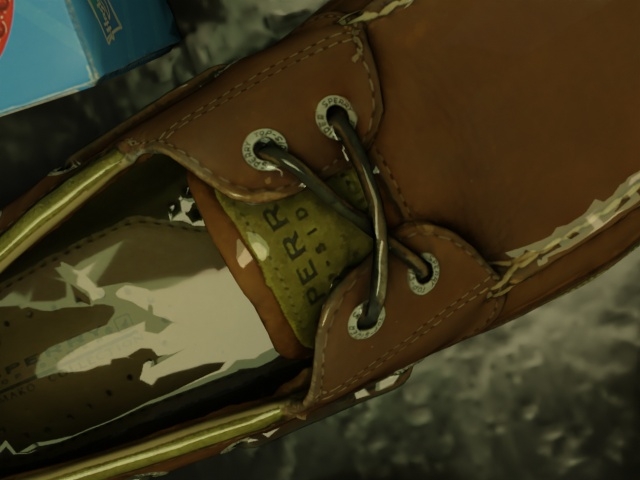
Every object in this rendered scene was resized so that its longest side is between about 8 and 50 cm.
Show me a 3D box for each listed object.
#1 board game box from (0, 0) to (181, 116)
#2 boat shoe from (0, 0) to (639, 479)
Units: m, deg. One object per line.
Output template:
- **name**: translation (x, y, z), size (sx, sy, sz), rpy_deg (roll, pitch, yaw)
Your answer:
- **board game box**: translation (-0.235, -0.145, 0.457), size (0.308, 0.086, 0.302), rpy_deg (-17, 99, 12)
- **boat shoe**: translation (0.000, 0.000, 0.444), size (0.307, 0.104, 0.111), rpy_deg (-32, 96, 14)
